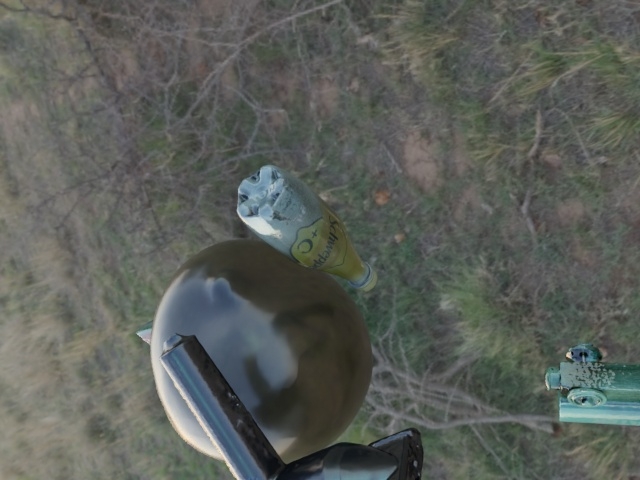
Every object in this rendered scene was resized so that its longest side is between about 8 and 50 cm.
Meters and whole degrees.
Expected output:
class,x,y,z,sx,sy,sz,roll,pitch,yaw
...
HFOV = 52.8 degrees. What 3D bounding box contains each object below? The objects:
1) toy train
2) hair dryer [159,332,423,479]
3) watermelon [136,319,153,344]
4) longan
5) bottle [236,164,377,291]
class,x,y,z,sx,sy,sz,roll,pitch,yaw
toy train,0.481,0.240,1.011,0.249,0.101,0.159,0,139,17
hair dryer,-0.048,0.209,0.694,0.244,0.116,0.302,-33,94,25
watermelon,-0.276,0.167,1.136,0.084,0.092,0.072,-43,59,46
longan,-0.095,0.170,0.996,0.361,0.361,0.360,27,127,42
bottle,0.000,0.000,0.809,0.083,0.270,0.083,-16,58,27
